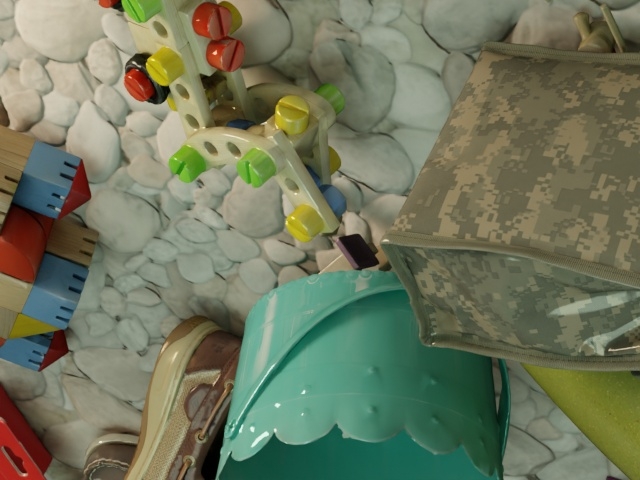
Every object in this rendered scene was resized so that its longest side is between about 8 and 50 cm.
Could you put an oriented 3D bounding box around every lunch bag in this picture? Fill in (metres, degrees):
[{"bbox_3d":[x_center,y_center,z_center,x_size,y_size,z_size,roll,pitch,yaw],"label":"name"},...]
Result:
[{"bbox_3d":[0.233,-0.023,1.311,0.287,0.235,0.169,7,143,30],"label":"lunch bag"}]

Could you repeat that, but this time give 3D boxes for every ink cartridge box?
[{"bbox_3d":[-0.411,0.242,1.943,0.231,0.078,0.134,-11,123,30],"label":"ink cartridge box"}]

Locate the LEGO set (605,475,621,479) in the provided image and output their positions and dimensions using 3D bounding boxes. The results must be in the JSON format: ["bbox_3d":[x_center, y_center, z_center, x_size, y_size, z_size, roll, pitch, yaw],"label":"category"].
[{"bbox_3d":[0.381,0.332,1.673,0.227,0.093,0.087,16,132,10],"label":"LEGO set"}]

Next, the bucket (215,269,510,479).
[{"bbox_3d":[0.042,0.164,1.563,0.281,0.183,0.281,2,148,1],"label":"bucket"}]

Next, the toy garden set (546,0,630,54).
[{"bbox_3d":[0.256,-0.207,1.310,0.204,0.049,0.244,-16,127,42],"label":"toy garden set"}]

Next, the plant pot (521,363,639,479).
[{"bbox_3d":[0.324,0.109,1.426,0.293,0.275,0.274,29,135,20],"label":"plant pot"}]

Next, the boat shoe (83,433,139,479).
[{"bbox_3d":[-0.141,0.344,1.893,0.324,0.096,0.116,40,122,-12],"label":"boat shoe"}]

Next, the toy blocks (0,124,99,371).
[{"bbox_3d":[-0.351,0.016,1.690,0.261,0.190,0.381,21,134,-11],"label":"toy blocks"}]

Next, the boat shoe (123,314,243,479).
[{"bbox_3d":[-0.126,0.252,1.740,0.123,0.123,0.342,22,108,22],"label":"boat shoe"}]

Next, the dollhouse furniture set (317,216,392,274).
[{"bbox_3d":[0.000,0.000,1.586,0.081,0.091,0.114,-42,75,27],"label":"dollhouse furniture set"}]

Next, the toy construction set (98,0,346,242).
[{"bbox_3d":[-0.075,-0.169,1.413,0.215,0.151,0.327,24,130,37],"label":"toy construction set"}]
